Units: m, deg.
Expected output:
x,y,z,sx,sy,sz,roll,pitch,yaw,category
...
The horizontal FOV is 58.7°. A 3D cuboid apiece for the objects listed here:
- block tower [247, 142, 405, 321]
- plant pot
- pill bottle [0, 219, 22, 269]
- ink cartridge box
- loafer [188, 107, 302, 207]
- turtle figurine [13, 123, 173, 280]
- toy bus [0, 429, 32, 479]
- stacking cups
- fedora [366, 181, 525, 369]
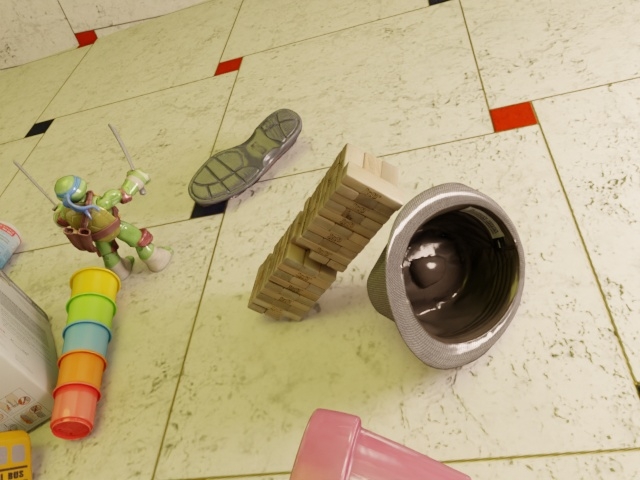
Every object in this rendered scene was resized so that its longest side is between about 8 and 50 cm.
x,y,z,sx,sy,sz,roll,pitch,yaw,category
0.000,0.000,0.863,0.335,0.091,0.097,-50,21,44,block tower
0.061,0.296,0.607,0.180,0.201,0.201,9,49,11,plant pot
-0.769,0.034,1.312,0.087,0.087,0.160,-5,45,20,pill bottle
-0.585,0.145,0.949,0.130,0.309,0.272,-32,42,-10,ink cartridge box
-0.157,-0.169,1.268,0.302,0.095,0.109,-42,75,-14,loafer
-0.415,-0.064,1.121,0.198,0.266,0.275,-37,44,-15,turtle figurine
-0.540,0.328,0.730,0.108,0.333,0.130,-14,73,16,toy bus
-0.407,0.185,0.993,0.096,0.096,0.316,-20,43,3,stacking cups
0.162,0.047,0.809,0.275,0.243,0.124,-30,11,-30,fedora
